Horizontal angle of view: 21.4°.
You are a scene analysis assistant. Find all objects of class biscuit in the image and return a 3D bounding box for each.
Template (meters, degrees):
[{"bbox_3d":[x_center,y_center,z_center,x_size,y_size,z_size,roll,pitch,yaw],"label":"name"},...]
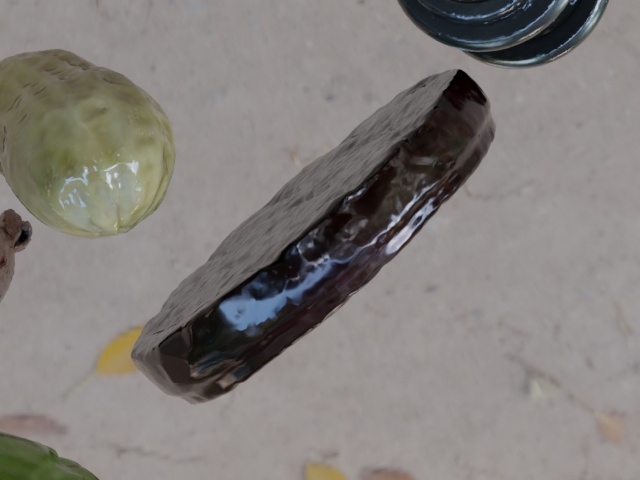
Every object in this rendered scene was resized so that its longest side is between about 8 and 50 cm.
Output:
[{"bbox_3d":[0.000,0.000,1.550,0.407,0.407,0.091,-39,97,14],"label":"biscuit"}]

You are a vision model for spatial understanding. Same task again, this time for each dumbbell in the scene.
[{"bbox_3d":[0.170,-0.264,1.591,0.192,0.290,0.192,-1,88,20],"label":"dumbbell"}]

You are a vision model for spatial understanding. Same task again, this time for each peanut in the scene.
[{"bbox_3d":[-0.210,-0.082,1.394,0.147,0.305,0.147,-10,112,-27],"label":"peanut"}]

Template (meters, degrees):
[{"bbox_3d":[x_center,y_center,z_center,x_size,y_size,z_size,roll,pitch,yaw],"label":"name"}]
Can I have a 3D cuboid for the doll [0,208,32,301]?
[{"bbox_3d":[-0.449,0.024,1.659,0.303,0.201,0.156,-11,105,14],"label":"doll"}]

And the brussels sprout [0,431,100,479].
[{"bbox_3d":[-0.159,0.193,0.734,0.244,0.244,0.244,-4,120,-7],"label":"brussels sprout"}]
